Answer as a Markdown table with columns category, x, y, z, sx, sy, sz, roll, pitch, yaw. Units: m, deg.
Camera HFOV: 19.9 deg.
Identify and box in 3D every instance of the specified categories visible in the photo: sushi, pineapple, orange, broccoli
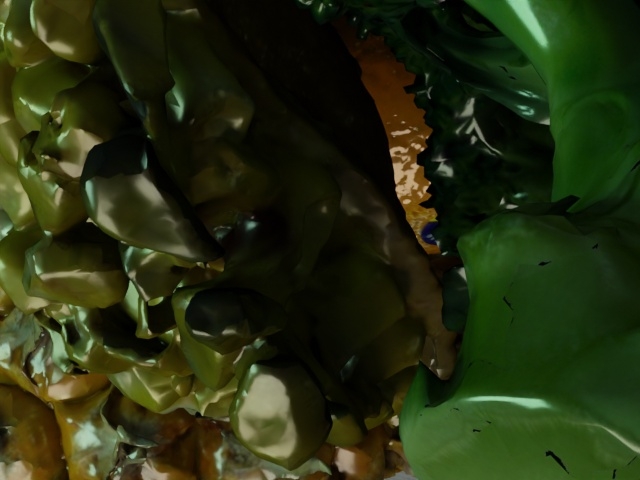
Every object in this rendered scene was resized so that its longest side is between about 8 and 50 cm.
| category | x | y | z | sx | sy | sz | roll | pitch | yaw |
| --- | --- | --- | --- | --- | --- | --- | --- | --- | --- |
| sushi | -0.067 | -0.038 | 0.559 | 0.167 | 0.179 | 0.296 | -6 | 129 | 31 |
| pineapple | 0.003 | 0.001 | 0.914 | 0.286 | 0.209 | 0.344 | 4 | -165 | 23 |
| orange | 0.042 | -0.056 | 0.784 | 0.135 | 0.117 | 0.135 | -21 | 159 | -9 |
| broccoli | 0.101 | -0.047 | 0.456 | 0.297 | 0.297 | 0.297 | 23 | 144 | 18 |
